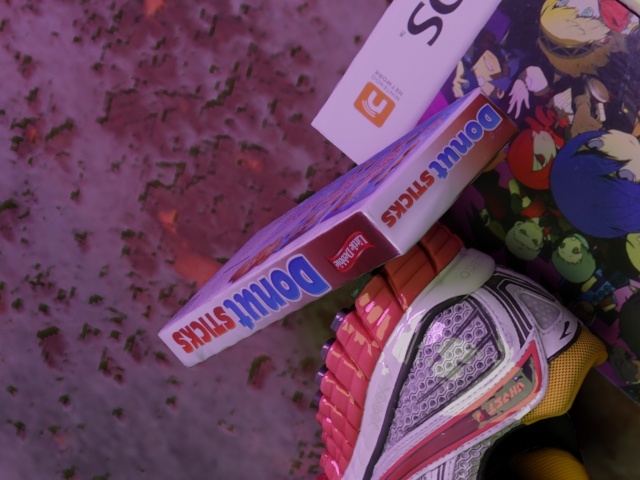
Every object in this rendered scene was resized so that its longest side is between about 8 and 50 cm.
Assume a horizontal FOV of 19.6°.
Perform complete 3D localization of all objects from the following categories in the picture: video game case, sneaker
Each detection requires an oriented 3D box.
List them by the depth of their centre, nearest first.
[{"bbox_3d":[0.137,-0.044,0.600,0.232,0.042,0.210,42,126,9],"label":"video game case"},{"bbox_3d":[0.044,0.102,0.667,0.092,0.088,0.225,26,136,20],"label":"sneaker"}]

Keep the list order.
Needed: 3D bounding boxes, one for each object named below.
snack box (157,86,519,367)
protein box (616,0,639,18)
[{"bbox_3d":[0.000,0.000,0.639,0.022,0.064,0.178,48,151,-6],"label":"snack box"},{"bbox_3d":[0.197,-0.092,0.451,0.201,0.136,0.200,38,102,10],"label":"protein box"}]
